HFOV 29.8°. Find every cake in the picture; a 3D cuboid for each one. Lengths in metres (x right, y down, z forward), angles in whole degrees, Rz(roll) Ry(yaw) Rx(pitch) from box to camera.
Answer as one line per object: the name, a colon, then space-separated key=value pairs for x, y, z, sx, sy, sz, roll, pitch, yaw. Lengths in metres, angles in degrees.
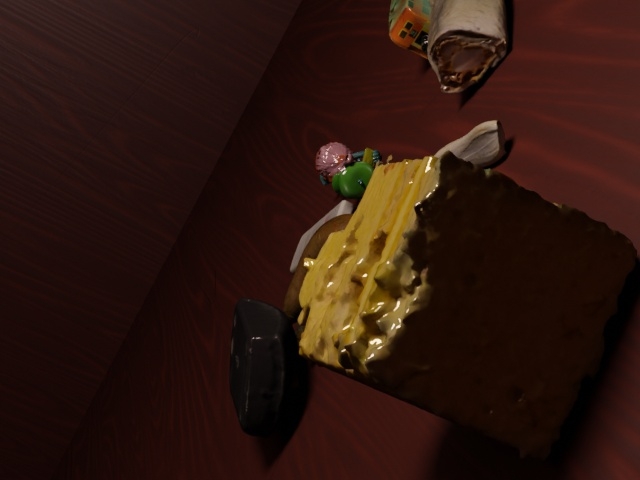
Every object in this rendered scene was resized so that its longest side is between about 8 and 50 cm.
cake: x=0.119 y=0.055 z=1.164 sx=0.222 sy=0.227 sz=0.286 roll=-65 pitch=14 yaw=-6

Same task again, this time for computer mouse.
computer mouse: x=-0.084 y=0.191 z=1.873 sx=0.269 sy=0.100 sz=0.170 roll=-124 pitch=37 yaw=-73

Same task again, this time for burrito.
burrito: x=0.215 y=-0.346 z=1.816 sx=0.143 sy=0.105 sz=0.299 roll=-57 pitch=16 yaw=36

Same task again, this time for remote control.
remote control: x=0.000 y=0.000 z=2.095 sx=0.190 sy=0.029 sz=0.088 roll=-40 pitch=26 yaw=57

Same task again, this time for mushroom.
mushroom: x=0.186 y=-0.105 z=1.585 sx=0.054 sy=0.059 sz=0.202 roll=-27 pitch=-7 yaw=-34

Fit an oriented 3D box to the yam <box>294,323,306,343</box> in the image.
yam: x=0.041 y=0.073 z=1.764 sx=0.253 sy=0.061 sz=0.061 roll=-52 pitch=18 yaw=40

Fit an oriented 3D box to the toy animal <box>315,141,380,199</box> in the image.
toy animal: x=0.050 y=-0.126 z=2.071 sx=0.103 sy=0.100 sz=0.208 roll=-24 pitch=9 yaw=-7

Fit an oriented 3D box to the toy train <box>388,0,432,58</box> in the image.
toy train: x=0.173 y=-0.384 z=2.039 sx=0.072 sy=0.099 sz=0.188 roll=-52 pitch=17 yaw=36

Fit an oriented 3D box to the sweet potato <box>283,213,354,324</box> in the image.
sweet potato: x=0.029 y=0.022 z=1.875 sx=0.346 sy=0.079 sz=0.108 roll=-43 pitch=53 yaw=51
